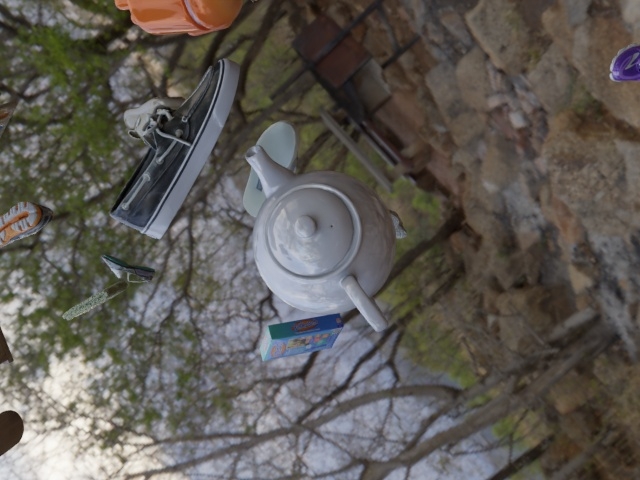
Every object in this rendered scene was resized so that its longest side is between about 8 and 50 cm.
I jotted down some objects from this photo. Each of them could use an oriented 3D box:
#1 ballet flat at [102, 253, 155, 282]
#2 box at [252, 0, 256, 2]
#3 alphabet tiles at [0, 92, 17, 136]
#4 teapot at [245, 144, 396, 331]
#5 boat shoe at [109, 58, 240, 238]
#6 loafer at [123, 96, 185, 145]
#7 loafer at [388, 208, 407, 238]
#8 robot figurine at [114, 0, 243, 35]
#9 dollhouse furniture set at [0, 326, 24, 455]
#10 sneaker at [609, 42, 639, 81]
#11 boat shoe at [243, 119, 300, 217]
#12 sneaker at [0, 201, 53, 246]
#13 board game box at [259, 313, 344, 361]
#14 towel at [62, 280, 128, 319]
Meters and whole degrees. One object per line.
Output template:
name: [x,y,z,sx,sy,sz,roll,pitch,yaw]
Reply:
ballet flat: [-0.400,0.063,1.516,0.114,0.041,0.041,20,-163,-24]
box: [-0.179,-0.561,1.366,0.190,0.045,0.184,61,-173,11]
alphabet tiles: [-0.771,-0.181,1.488,0.011,0.342,0.285,54,-137,2]
teapot: [0.000,0.000,1.152,0.256,0.252,0.187,8,173,12]
boat shoe: [-0.231,-0.157,1.145,0.105,0.306,0.113,26,-169,-23]
loafer: [-0.371,-0.253,1.629,0.268,0.102,0.092,-6,88,63]
loafer: [0.177,-0.047,1.799,0.125,0.045,0.039,47,-149,-52]
robot figurine: [-0.212,-0.389,1.145,0.128,0.220,0.158,-54,-41,-48]
dollhouse furniture set: [-0.585,0.172,0.919,0.174,0.356,0.303,-38,-66,-64]
sneaker: [0.605,-0.317,1.313,0.071,0.170,0.068,-105,8,-61]
boat shoe: [-0.087,-0.146,1.434,0.079,0.227,0.081,35,-141,12]
sneaker: [-0.719,-0.031,1.718,0.083,0.215,0.084,-5,-100,-68]
board game box: [-0.055,0.272,2.057,0.160,0.210,0.047,114,143,-56]
towel: [-0.553,0.147,1.800,0.027,0.148,0.110,61,-162,-2]
